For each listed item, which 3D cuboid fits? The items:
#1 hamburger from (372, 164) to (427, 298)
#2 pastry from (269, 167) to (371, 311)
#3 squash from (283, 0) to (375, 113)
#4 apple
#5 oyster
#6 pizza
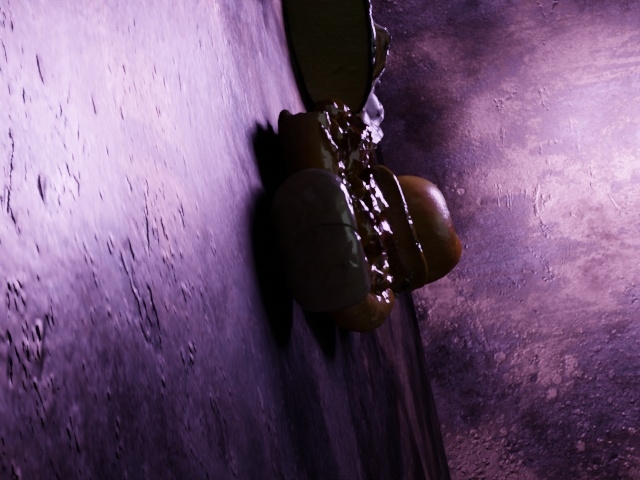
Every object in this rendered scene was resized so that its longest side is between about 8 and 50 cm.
[{"bbox_3d":[0.075,-0.010,2.021,0.189,0.122,0.215,-104,177,-83],"label":"hamburger"},{"bbox_3d":[0.000,0.000,1.463,0.156,0.092,0.156,-9,90,-85],"label":"pastry"},{"bbox_3d":[0.005,-0.298,2.160,0.220,0.133,0.220,172,-90,-81],"label":"squash"},{"bbox_3d":[0.141,-0.011,2.354,0.196,0.196,0.196,-12,90,-84],"label":"apple"},{"bbox_3d":[0.052,-0.323,2.359,0.238,0.114,0.351,106,-35,-81],"label":"oyster"},{"bbox_3d":[0.023,-0.039,1.698,0.409,0.114,0.278,75,11,-45],"label":"pizza"}]
